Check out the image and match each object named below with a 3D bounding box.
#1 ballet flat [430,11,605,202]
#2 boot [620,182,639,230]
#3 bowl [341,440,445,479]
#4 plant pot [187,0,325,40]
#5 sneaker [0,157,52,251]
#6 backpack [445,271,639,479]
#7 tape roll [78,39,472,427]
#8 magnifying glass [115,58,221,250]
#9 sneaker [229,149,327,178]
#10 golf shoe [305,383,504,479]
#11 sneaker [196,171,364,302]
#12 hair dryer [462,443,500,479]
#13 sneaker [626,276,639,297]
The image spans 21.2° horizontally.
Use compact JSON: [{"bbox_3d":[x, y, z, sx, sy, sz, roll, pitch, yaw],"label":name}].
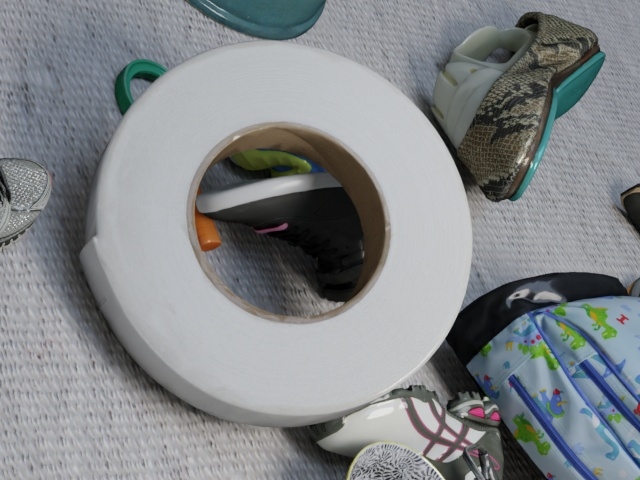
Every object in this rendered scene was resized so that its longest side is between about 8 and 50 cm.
[{"bbox_3d":[0.244,-0.194,2.257,0.182,0.164,0.483,30,31,5],"label":"ballet flat"},{"bbox_3d":[0.493,0.023,2.395,0.198,0.077,0.137,38,44,-17],"label":"boot"},{"bbox_3d":[0.061,0.292,1.692,0.170,0.080,0.170,28,46,-33],"label":"bowl"},{"bbox_3d":[-0.019,-0.471,2.019,0.341,0.334,0.341,29,42,-29],"label":"plant pot"},{"bbox_3d":[-0.320,-0.034,1.536,0.225,0.093,0.088,-24,79,-53],"label":"sneaker"},{"bbox_3d":[0.349,0.202,1.914,0.290,0.273,0.355,6,57,-50],"label":"backpack"},{"bbox_3d":[-0.040,-0.009,1.690,0.392,0.072,0.392,5,72,-17],"label":"tape roll"},{"bbox_3d":[-0.156,-0.094,1.821,0.092,0.026,0.231,2,61,-47],"label":"magnifying glass"},{"bbox_3d":[0.009,-0.100,1.919,0.240,0.126,0.091,21,47,-36],"label":"sneaker"},{"bbox_3d":[0.103,0.219,1.784,0.273,0.105,0.120,10,59,-43],"label":"golf shoe"},{"bbox_3d":[0.001,0.000,1.834,0.296,0.104,0.146,-4,92,-38],"label":"sneaker"},{"bbox_3d":[0.216,0.344,1.757,0.293,0.080,0.223,47,44,-58],"label":"hair dryer"},{"bbox_3d":[0.457,0.130,2.256,0.084,0.083,0.215,26,43,-30],"label":"sneaker"}]
